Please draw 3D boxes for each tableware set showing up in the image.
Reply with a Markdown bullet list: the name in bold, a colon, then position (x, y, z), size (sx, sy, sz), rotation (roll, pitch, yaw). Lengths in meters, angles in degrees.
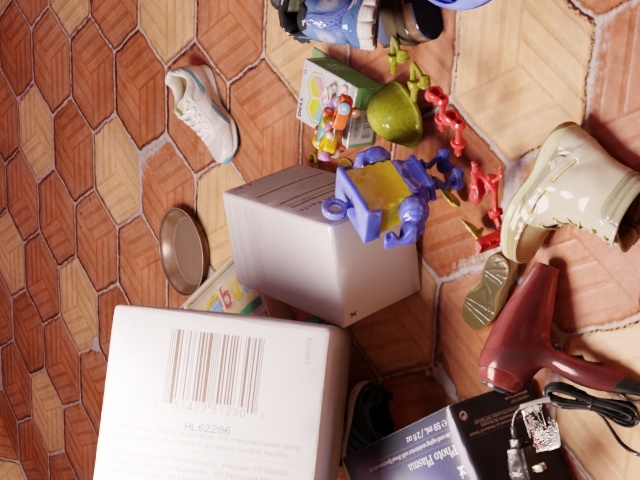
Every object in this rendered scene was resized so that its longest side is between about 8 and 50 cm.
- **tableware set**: position (0.024, -0.102, 1.793), size (0.154, 0.024, 0.104), rotation (47, 132, 38)

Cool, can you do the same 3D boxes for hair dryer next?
- **hair dryer**: position (0.329, 0.170, 1.395), size (0.223, 0.080, 0.293), rotation (-19, 74, 14)

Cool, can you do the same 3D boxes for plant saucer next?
- **plant saucer**: position (-0.296, 0.024, 2.248), size (0.198, 0.036, 0.199), rotation (19, 113, 51)

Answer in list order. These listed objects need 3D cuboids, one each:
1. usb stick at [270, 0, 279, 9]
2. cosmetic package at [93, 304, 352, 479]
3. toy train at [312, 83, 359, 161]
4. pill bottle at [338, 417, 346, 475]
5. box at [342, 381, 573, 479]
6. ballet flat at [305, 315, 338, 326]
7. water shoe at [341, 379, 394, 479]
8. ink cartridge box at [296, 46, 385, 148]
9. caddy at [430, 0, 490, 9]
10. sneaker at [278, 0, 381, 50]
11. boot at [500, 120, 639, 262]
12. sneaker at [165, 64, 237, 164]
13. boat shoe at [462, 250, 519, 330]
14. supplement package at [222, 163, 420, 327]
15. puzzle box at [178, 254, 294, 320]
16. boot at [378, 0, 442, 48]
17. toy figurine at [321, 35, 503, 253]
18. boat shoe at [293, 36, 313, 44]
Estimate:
- **usb stick**: position (-0.020, -0.507, 1.739), size (0.278, 0.045, 0.077), rotation (-51, 54, 47)
- **cosmetic package**: position (-0.136, 0.280, 1.624), size (0.393, 0.329, 0.327), rotation (37, -122, -82)
- **toy train**: position (0.029, -0.188, 1.612), size (0.166, 0.046, 0.125), rotation (-116, 42, -73)
- **pill bottle**: position (-0.014, 0.326, 1.866), size (0.119, 0.119, 0.208), rotation (-19, 83, 54)
- **box**: position (0.221, 0.401, 1.515), size (0.296, 0.182, 0.294), rotation (-41, 67, 50)
- **ballet flat**: position (0.012, 0.154, 1.861), size (0.114, 0.041, 0.041), rotation (-16, 85, 55)
- **water shoe**: position (0.086, 0.347, 1.775), size (0.080, 0.073, 0.203), rotation (14, 109, 49)
- **ink cartridge box**: position (0.015, -0.246, 1.738), size (0.209, 0.062, 0.109), rotation (38, 128, 43)
- **caddy**: position (0.196, -0.472, 1.342), size (0.241, 0.179, 0.341), rotation (-24, 78, 52)
- **sneaker**: position (0.010, -0.378, 1.566), size (0.330, 0.147, 0.130), rotation (-93, 8, -68)
- **boot**: position (0.335, -0.027, 1.343), size (0.165, 0.077, 0.213), rotation (45, 126, 37)
- **sneaker**: position (-0.240, -0.250, 2.060), size (0.087, 0.092, 0.229), rotation (-46, 62, 46)
- **boat shoe**: position (0.255, 0.072, 1.512), size (0.056, 0.048, 0.153), rotation (39, 135, 27)
- **supplement package**: position (0.000, 0.000, 1.695), size (0.293, 0.175, 0.177), rotation (20, 124, 48)
- **puzzle box**: position (-0.181, 0.204, 2.122), size (0.409, 0.052, 0.272), rotation (-43, 63, 49)
- **boot**: position (0.110, -0.400, 1.558), size (0.106, 0.082, 0.219), rotation (-11, 91, 51)
- **toy figurine**: position (0.089, -0.110, 1.492), size (0.191, 0.217, 0.362), rotation (83, 161, -52)
- **boat shoe**: position (-0.005, -0.365, 1.759), size (0.125, 0.038, 0.046), rotation (-9, 49, 49)
